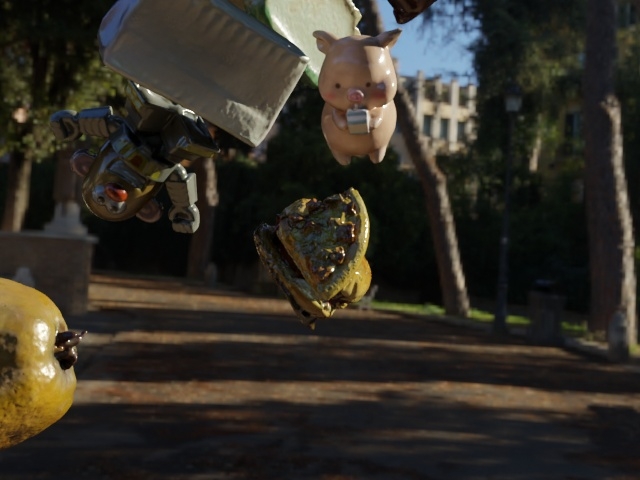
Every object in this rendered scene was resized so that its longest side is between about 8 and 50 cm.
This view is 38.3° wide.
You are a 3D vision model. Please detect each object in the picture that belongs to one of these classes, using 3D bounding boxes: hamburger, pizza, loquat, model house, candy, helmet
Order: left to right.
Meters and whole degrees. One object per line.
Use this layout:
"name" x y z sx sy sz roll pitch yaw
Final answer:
"loquat" -0.369 0.138 1.002 0.234 0.187 0.176 -16 14 -12
"candy" -0.213 -0.346 1.698 0.359 0.208 0.145 26 17 -33
"model house" -0.102 -0.542 2.224 0.280 0.245 0.312 16 -21 43
"hamburger" -0.012 0.036 1.735 0.163 0.244 0.244 -30 -7 5
"pizza" 0.001 0.000 1.306 0.134 0.175 0.046 5 -27 3
"helmet" 0.164 -0.508 1.746 0.106 0.175 0.155 25 30 -28

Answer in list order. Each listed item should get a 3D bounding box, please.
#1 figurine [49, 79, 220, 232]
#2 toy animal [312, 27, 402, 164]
"figurine" -0.366 -0.157 1.838 0.285 0.342 0.167 -43 -6 23
"toy animal" 0.078 -0.324 2.050 0.195 0.213 0.256 2 -30 1
